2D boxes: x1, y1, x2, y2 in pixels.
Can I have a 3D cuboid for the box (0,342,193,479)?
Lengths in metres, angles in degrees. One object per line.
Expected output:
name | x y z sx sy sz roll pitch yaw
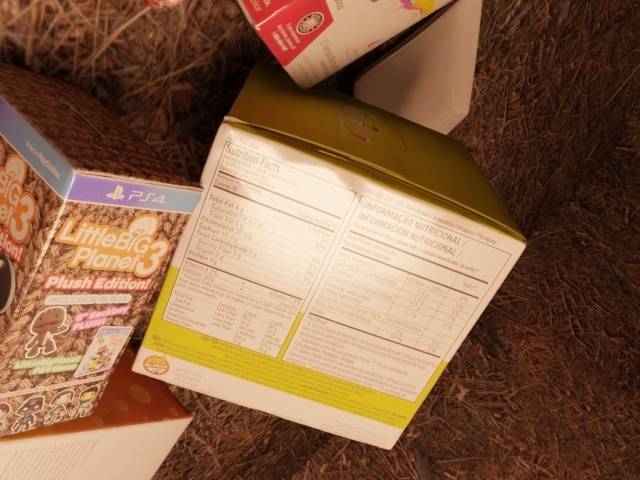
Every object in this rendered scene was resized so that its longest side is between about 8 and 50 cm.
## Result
box | -0.376 0.235 0.757 0.168 0.215 0.345 -55 153 6

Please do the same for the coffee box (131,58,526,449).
coffee box | 0.000 0.000 0.775 0.337 0.338 0.334 -89 -158 -63

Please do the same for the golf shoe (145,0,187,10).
golf shoe | -0.125 -0.329 0.614 0.186 0.067 0.086 -45 151 -11

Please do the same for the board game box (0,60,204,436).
board game box | -0.293 0.005 0.586 0.141 0.232 0.291 4 120 -58

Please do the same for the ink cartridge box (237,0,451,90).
ink cartridge box | 0.058 -0.312 0.610 0.306 0.131 0.226 -29 174 9

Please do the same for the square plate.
square plate | 0.185 -0.284 1.158 0.347 0.049 0.344 -42 151 -18
